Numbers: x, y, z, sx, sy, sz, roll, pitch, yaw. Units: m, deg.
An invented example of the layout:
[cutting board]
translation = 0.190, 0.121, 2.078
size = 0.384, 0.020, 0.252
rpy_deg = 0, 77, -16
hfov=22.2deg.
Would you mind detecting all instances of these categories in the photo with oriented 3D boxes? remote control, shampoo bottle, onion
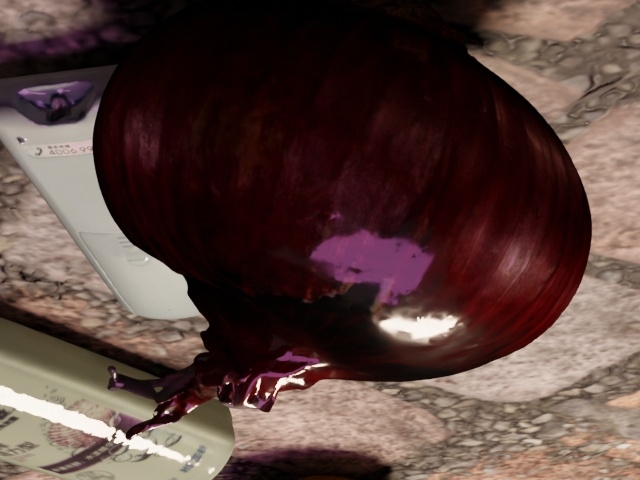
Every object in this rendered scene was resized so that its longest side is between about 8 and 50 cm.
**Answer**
[remote control]
translation = -0.122, -0.019, 1.041
size = 0.103, 0.051, 0.293
rpy_deg = -6, 152, 9
[shampoo bottle]
translation = -0.235, 0.127, 1.276
size = 0.134, 0.078, 0.359
rpy_deg = -33, 141, 28
[onion]
translation = 0.000, 0.000, 0.855
size = 0.273, 0.285, 0.273
rpy_deg = 25, 177, 1

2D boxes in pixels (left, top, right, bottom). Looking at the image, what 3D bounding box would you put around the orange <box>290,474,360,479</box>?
[orange]
translation = 0.008, 0.303, 1.563
size = 0.178, 0.155, 0.177
rpy_deg = -9, 152, -5
